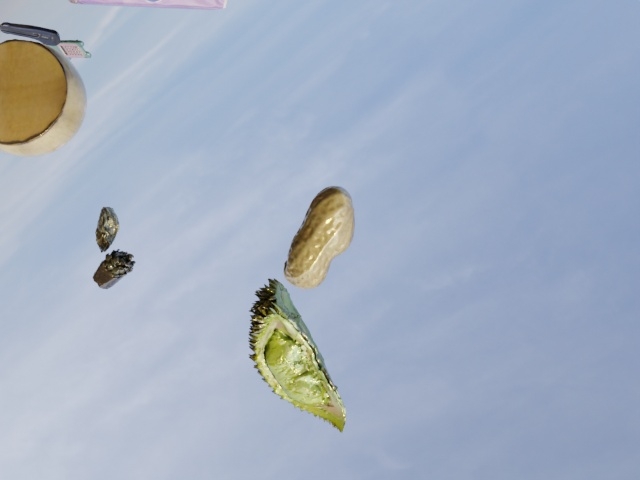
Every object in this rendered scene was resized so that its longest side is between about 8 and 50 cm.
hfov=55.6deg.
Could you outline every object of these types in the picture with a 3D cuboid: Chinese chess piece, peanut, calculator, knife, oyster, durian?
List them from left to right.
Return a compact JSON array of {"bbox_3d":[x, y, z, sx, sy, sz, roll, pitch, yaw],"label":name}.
[{"bbox_3d":[-0.653,-0.314,1.348,0.257,0.104,0.257,-1,-97,5],"label":"Chinese chess piece"},{"bbox_3d":[-0.552,-0.394,1.150,0.031,0.121,0.018,-39,-113,37],"label":"knife"},{"bbox_3d":[-0.778,-0.586,1.857,0.141,0.094,0.019,4,-116,10],"label":"calculator"},{"bbox_3d":[-0.691,-0.043,1.962,0.125,0.064,0.177,-27,-123,47],"label":"oyster"},{"bbox_3d":[-0.042,0.227,1.258,0.169,0.352,0.158,-3,-149,46],"label":"durian"},{"bbox_3d":[0.000,0.000,1.652,0.313,0.152,0.152,-61,-145,16],"label":"peanut"}]

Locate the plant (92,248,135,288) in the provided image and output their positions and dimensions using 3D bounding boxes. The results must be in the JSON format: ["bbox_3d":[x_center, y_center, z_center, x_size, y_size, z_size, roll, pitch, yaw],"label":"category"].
[{"bbox_3d":[-0.649,0.088,1.911,0.143,0.092,0.094,-41,174,25],"label":"plant"}]

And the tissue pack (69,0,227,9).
[{"bbox_3d":[-0.383,-0.595,1.284,0.242,0.338,0.160,50,-43,36],"label":"tissue pack"}]
